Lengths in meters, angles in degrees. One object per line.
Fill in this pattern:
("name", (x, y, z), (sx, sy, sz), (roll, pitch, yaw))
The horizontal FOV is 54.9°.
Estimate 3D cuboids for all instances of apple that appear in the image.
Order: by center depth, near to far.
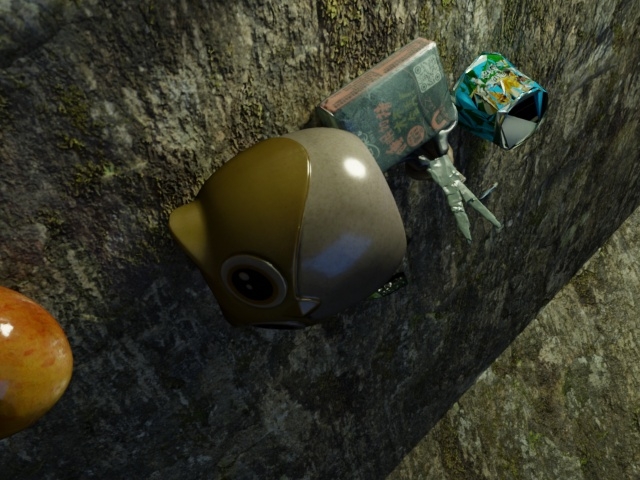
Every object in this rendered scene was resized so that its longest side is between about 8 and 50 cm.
("apple", (-0.615, 0.221, 1.132), (0.299, 0.299, 0.275), (-54, 166, 13))

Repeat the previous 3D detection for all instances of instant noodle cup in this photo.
("instant noodle cup", (0.495, -0.371, 1.687), (0.240, 0.178, 0.240), (-24, 139, -24))

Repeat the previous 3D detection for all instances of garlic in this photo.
("garlic", (0.308, -0.204, 1.668), (0.127, 0.194, 0.131), (2, 132, -47))

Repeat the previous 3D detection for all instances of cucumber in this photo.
("cucumber", (0.214, 0.156, 2.034), (0.220, 0.070, 0.046), (-24, 109, -28))

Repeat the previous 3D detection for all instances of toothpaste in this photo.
("toothpaste", (0.569, -0.165, 2.092), (0.083, 0.019, 0.027), (-45, 161, 7))

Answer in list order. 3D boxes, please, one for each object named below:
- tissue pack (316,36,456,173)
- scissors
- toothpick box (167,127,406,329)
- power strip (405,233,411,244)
("tissue pack", (0.168, -0.307, 1.478), (0.315, 0.103, 0.228), (-36, 128, -12))
("scissors", (0.328, -0.171, 1.597), (0.256, 0.383, 0.029), (-34, 176, -11))
("toothpick box", (-0.065, -0.010, 1.314), (0.425, 0.409, 0.409), (-24, 141, -4))
("power strip", (0.238, 0.024, 1.947), (0.111, 0.038, 0.029), (-47, 145, 5))
